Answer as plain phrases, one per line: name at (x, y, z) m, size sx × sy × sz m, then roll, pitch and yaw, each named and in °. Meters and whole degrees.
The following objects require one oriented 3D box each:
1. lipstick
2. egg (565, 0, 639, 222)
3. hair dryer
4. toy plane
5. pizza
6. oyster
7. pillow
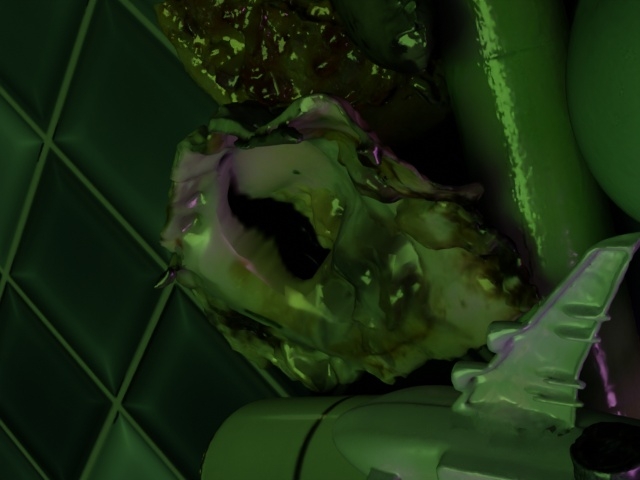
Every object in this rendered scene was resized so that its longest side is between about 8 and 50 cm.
lipstick at (0.121, -0.023, 0.675) m, size 0.076 × 0.076 × 0.304 m, roll -6°, pitch 102°, yaw 44°
egg at (0.200, -0.094, 0.504) m, size 0.168 × 0.168 × 0.231 m, roll 50°, pitch 131°, yaw 14°
hair dryer at (0.071, 0.270, 0.826) m, size 0.203 × 0.128 × 0.362 m, roll -8°, pitch 109°, yaw 43°
toy plane at (0.116, 0.115, 0.616) m, size 0.255 × 0.101 × 0.251 m, roll 1°, pitch 121°, yaw 25°
pizza at (-0.018, -0.113, 0.774) m, size 0.246 × 0.058 × 0.127 m, roll 33°, pitch 126°, yaw 25°
oyster at (-0.001, -0.004, 0.741) m, size 0.201 × 0.107 × 0.354 m, roll 35°, pitch 151°, yaw -10°
pillow at (0.020, -0.164, 0.681) m, size 0.093 × 0.051 × 0.241 m, roll 72°, pitch 177°, yaw -54°
